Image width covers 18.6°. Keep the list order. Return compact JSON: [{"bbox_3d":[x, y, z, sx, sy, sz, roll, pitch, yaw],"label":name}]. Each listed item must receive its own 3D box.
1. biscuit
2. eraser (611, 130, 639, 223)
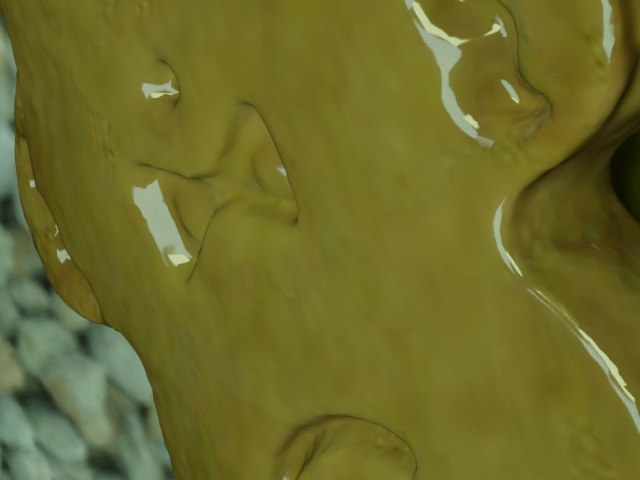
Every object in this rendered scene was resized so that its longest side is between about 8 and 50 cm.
[{"bbox_3d":[-0.002,0.001,0.488,0.275,0.052,0.355,-17,94,57],"label":"biscuit"},{"bbox_3d":[0.078,-0.017,0.485,0.097,0.045,0.122,37,129,14],"label":"eraser"}]
